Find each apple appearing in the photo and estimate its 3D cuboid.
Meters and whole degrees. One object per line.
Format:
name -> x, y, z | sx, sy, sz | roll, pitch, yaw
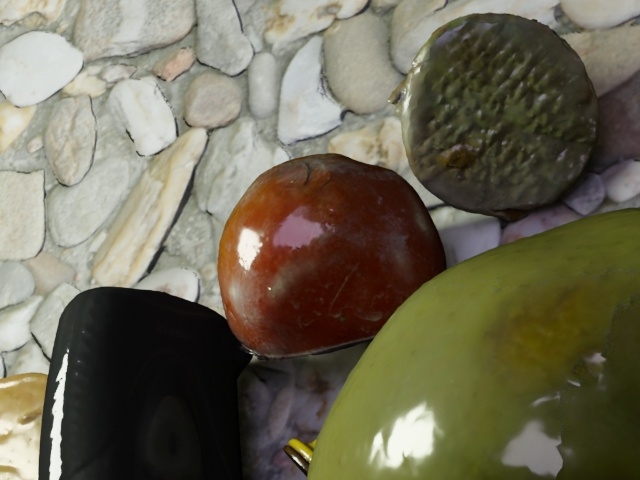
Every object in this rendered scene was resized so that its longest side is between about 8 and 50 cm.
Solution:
apple -> 0.206, 0.200, 1.173 | 0.473, 0.473, 0.473 | -15, 54, 22

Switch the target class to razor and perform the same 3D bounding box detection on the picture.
razor -> -0.155, 0.210, 1.566 | 0.113, 0.204, 0.349 | -44, 38, 42

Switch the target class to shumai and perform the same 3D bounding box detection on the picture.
shumai -> 0.163, -0.121, 1.647 | 0.201, 0.201, 0.120 | -31, 9, 11

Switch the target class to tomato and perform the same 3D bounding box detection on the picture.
tomato -> 0.000, 0.000, 1.596 | 0.214, 0.155, 0.181 | -18, 33, 1

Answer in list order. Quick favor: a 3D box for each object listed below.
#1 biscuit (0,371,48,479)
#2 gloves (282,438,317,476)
biscuit -> -0.347, 0.316, 1.698 | 0.385, 0.062, 0.365 | -48, 51, -3
gloves -> 0.112, 0.124, 1.532 | 0.294, 0.116, 0.133 | -43, 55, -8
